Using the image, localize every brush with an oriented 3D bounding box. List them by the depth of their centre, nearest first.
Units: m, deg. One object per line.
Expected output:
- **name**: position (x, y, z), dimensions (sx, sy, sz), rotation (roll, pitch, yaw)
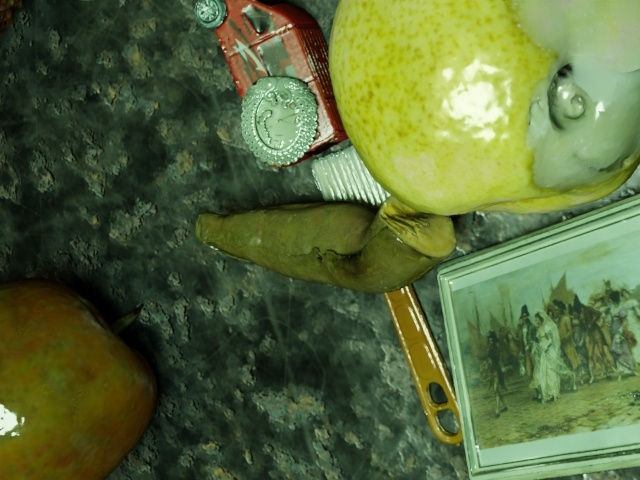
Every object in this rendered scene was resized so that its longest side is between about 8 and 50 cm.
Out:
- **brush**: position (0.079, 0.055, 1.055), dimensions (0.090, 0.017, 0.314), rotation (-21, 91, 38)

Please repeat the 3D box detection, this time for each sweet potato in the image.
- **sweet potato**: position (0.003, -0.006, 1.017), dimensions (0.286, 0.112, 0.085), rotation (10, 66, 39)

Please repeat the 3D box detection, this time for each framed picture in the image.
- **framed picture**: position (0.201, 0.089, 0.903), dimensions (0.274, 0.017, 0.217), rotation (-26, 67, 49)

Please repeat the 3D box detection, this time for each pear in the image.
- **pear**: position (0.133, -0.142, 0.824), dimensions (0.271, 0.271, 0.271), rotation (9, 107, 32)

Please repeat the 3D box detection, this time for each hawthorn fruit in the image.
- **hawthorn fruit**: position (-0.313, 0.168, 1.203), dimensions (0.267, 0.301, 0.267), rotation (52, 165, 19)

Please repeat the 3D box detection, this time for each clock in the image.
- **clock**: position (-0.039, -0.110, 0.999), dimensions (0.074, 0.010, 0.083), rotation (3, 98, 13)

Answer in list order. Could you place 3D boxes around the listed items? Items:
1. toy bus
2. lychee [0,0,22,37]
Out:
- **toy bus**: position (-0.042, -0.172, 1.037), dimensions (0.089, 0.081, 0.195), rotation (-22, 90, 26)
- **lychee**: position (-0.427, -0.307, 1.168), dimensions (0.271, 0.236, 0.236), rotation (-35, 81, 9)
